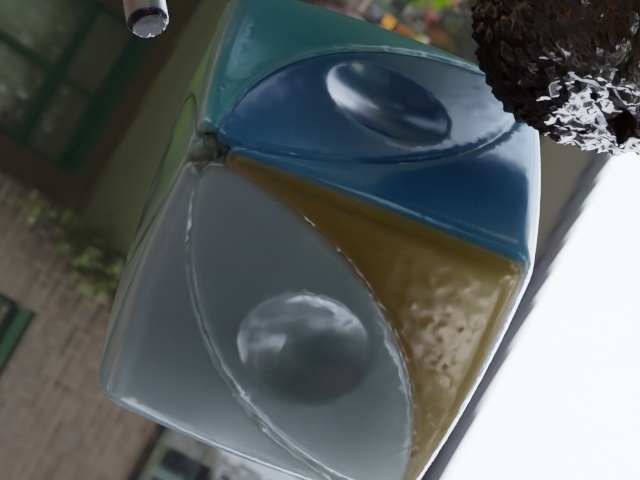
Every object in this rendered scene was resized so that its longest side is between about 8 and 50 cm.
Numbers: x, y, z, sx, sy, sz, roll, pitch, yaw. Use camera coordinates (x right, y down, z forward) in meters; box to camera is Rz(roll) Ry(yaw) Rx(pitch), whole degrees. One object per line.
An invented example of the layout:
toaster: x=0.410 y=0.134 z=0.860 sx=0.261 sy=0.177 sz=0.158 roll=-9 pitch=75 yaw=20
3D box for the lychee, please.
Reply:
lychee: x=0.272 y=-0.215 z=1.590 sx=0.300 sy=0.300 sz=0.300 roll=-35 pitch=-143 yaw=32

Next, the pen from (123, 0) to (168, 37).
pen: x=-0.143 y=-0.252 z=1.280 sx=0.033 sy=0.033 sz=0.269 roll=-37 pitch=-132 yaw=30

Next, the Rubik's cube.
Rubik's cube: x=0.000 y=0.000 z=1.737 sx=0.351 sy=0.352 sz=0.347 roll=-86 pitch=-162 yaw=-54
